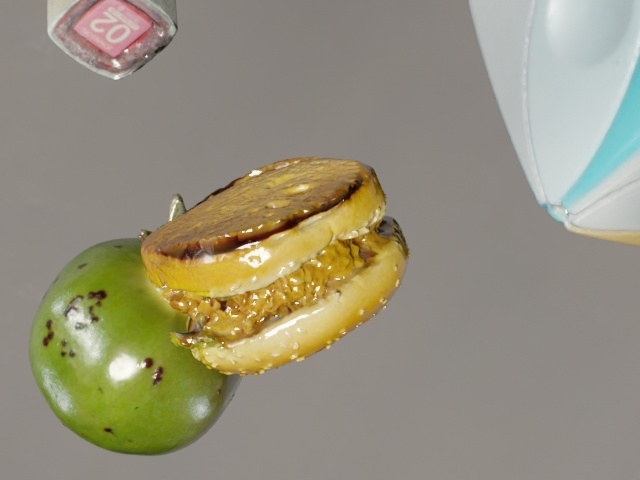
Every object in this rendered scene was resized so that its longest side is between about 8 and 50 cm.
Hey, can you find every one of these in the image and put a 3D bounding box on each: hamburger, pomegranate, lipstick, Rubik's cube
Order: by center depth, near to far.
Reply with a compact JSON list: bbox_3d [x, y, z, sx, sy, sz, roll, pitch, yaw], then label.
[{"bbox_3d":[-0.030,0.015,1.357,0.181,0.191,0.118,-20,108,-5],"label":"hamburger"},{"bbox_3d":[-0.158,-0.237,1.422,0.077,0.253,0.079,-35,132,27],"label":"lipstick"},{"bbox_3d":[-0.130,0.065,1.517,0.181,0.181,0.224,-22,157,-48],"label":"pomegranate"},{"bbox_3d":[0.407,-0.214,2.036,0.347,0.352,0.352,9,144,-38],"label":"Rubik's cube"}]
